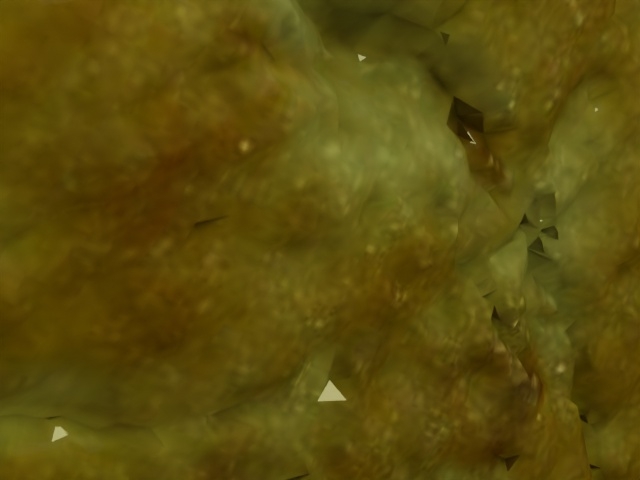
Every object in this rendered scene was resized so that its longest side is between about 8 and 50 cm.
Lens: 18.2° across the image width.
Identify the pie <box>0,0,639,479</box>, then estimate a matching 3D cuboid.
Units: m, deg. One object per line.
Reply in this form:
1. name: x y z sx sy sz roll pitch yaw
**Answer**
1. pie: 0.006 -0.024 0.483 0.395 0.418 0.180 37 -2 -43
